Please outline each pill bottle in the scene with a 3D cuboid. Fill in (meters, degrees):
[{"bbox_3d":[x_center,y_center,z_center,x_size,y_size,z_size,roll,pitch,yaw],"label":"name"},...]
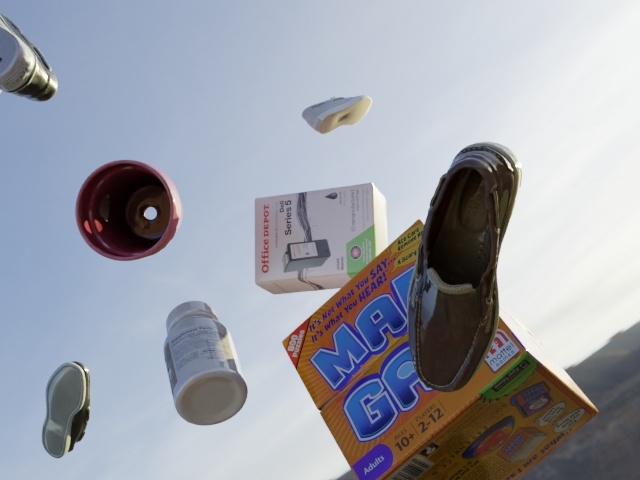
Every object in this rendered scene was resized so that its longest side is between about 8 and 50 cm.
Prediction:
[{"bbox_3d":[-0.219,0.217,1.579,0.131,0.229,0.131,-9,-56,-13],"label":"pill bottle"}]

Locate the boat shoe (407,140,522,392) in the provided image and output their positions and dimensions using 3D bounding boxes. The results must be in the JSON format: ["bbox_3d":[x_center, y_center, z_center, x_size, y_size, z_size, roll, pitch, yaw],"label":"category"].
[{"bbox_3d":[0.124,0.034,0.825,0.095,0.095,0.257,-29,-52,-62],"label":"boat shoe"}]

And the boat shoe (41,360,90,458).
[{"bbox_3d":[-0.641,0.420,2.207,0.091,0.114,0.302,-35,-26,-58],"label":"boat shoe"}]

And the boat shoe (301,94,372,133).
[{"bbox_3d":[0.033,-0.264,1.746,0.184,0.063,0.066,-32,-29,-41],"label":"boat shoe"}]

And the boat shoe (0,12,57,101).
[{"bbox_3d":[-0.544,-0.315,1.386,0.121,0.335,0.119,-45,-31,-1],"label":"boat shoe"}]

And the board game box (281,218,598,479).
[{"bbox_3d":[0.220,0.257,1.610,0.356,0.356,0.356,-43,-43,9],"label":"board game box"}]

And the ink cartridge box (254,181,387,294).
[{"bbox_3d":[0.000,0.000,1.852,0.273,0.198,0.115,-7,-17,18],"label":"ink cartridge box"}]

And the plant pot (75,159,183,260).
[{"bbox_3d":[-0.365,-0.059,1.743,0.201,0.201,0.180,-37,-5,7],"label":"plant pot"}]
